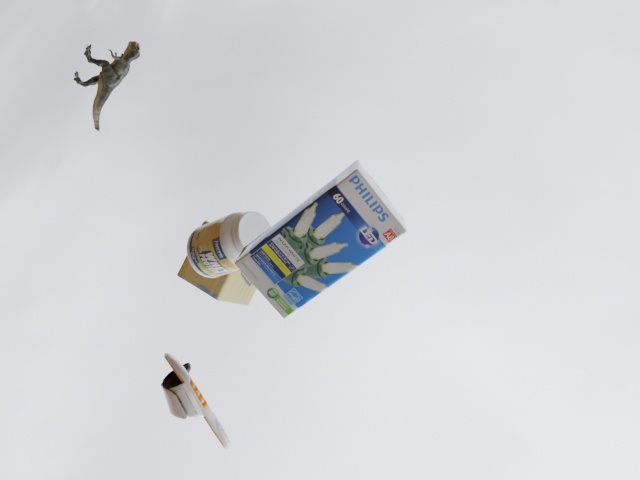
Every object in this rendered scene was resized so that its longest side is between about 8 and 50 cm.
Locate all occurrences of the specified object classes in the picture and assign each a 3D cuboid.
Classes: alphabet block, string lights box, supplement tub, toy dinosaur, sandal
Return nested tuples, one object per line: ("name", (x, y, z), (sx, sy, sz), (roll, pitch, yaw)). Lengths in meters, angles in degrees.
("alphabet block", (-0.299, 0.075, 1.642), (0.192, 0.193, 0.197), (25, -91, 25))
("string lights box", (0.000, 0.000, 0.858), (0.259, 0.133, 0.077), (-37, -167, 17))
("supplement tub", (-0.231, 0.010, 1.312), (0.199, 0.144, 0.144), (-18, -127, 38))
("toy dinosaur", (-0.579, -0.437, 1.356), (0.268, 0.118, 0.064), (-64, -160, -6))
("sandal", (-0.288, 0.373, 1.130), (0.076, 0.265, 0.102), (-33, -168, -20))

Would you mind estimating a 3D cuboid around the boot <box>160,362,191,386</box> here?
("boot", (-0.418, 0.444, 1.549), (0.121, 0.045, 0.099), (-42, -111, 2))
